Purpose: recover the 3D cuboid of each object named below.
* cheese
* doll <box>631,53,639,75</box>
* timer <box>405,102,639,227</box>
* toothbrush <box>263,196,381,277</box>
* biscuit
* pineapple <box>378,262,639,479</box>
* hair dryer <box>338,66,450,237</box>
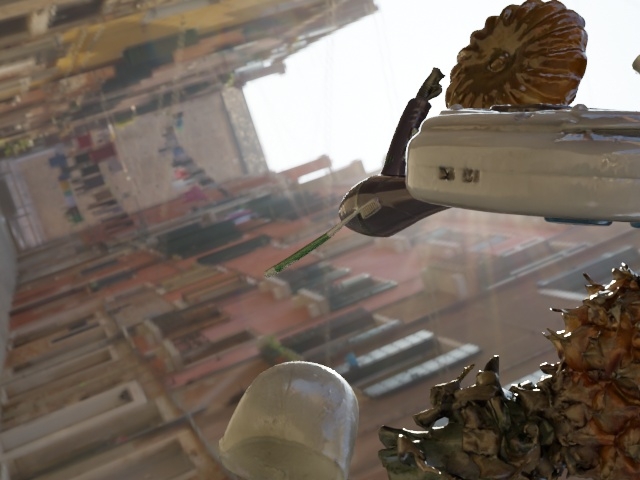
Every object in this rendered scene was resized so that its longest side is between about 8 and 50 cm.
[{"bbox_3d":[-0.037,0.273,1.288,0.154,0.198,0.189,87,21,-48],"label":"cheese"},{"bbox_3d":[0.687,-0.182,1.530,0.161,0.348,0.423,-34,-70,34],"label":"doll"},{"bbox_3d":[0.210,-0.060,0.676,0.237,0.262,0.087,-160,-108,-65],"label":"timer"},{"bbox_3d":[0.000,0.000,1.481,0.018,0.257,0.024,10,53,-58],"label":"toothbrush"},{"bbox_3d":[0.367,-0.329,1.684,0.325,0.107,0.326,-31,-132,41],"label":"biscuit"},{"bbox_3d":[0.191,0.181,0.764,0.262,0.271,0.262,-21,90,-79],"label":"pineapple"},{"bbox_3d":[0.180,-0.181,1.629,0.301,0.121,0.361,-13,-125,56],"label":"hair dryer"}]
